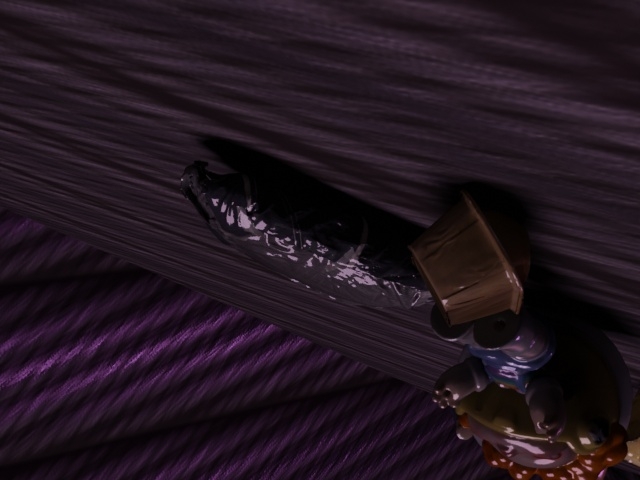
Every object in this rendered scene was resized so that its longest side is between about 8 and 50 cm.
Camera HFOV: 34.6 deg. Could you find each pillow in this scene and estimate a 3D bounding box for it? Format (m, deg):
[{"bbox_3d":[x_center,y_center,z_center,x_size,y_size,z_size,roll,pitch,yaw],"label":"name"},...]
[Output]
[{"bbox_3d":[0.000,0.000,1.117,0.335,0.092,0.161,24,164,-19],"label":"pillow"}]

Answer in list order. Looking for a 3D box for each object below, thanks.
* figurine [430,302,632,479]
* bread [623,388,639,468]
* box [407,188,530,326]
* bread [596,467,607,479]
[{"bbox_3d":[0.250,0.147,1.158,0.225,0.205,0.382,15,160,17],"label":"figurine"},{"bbox_3d":[0.601,0.327,1.608,0.266,0.141,0.178,25,134,-8],"label":"bread"},{"bbox_3d":[0.142,0.019,0.930,0.111,0.111,0.177,18,171,12],"label":"box"},{"bbox_3d":[0.413,0.315,1.779,0.196,0.176,0.246,17,177,13],"label":"bread"}]
